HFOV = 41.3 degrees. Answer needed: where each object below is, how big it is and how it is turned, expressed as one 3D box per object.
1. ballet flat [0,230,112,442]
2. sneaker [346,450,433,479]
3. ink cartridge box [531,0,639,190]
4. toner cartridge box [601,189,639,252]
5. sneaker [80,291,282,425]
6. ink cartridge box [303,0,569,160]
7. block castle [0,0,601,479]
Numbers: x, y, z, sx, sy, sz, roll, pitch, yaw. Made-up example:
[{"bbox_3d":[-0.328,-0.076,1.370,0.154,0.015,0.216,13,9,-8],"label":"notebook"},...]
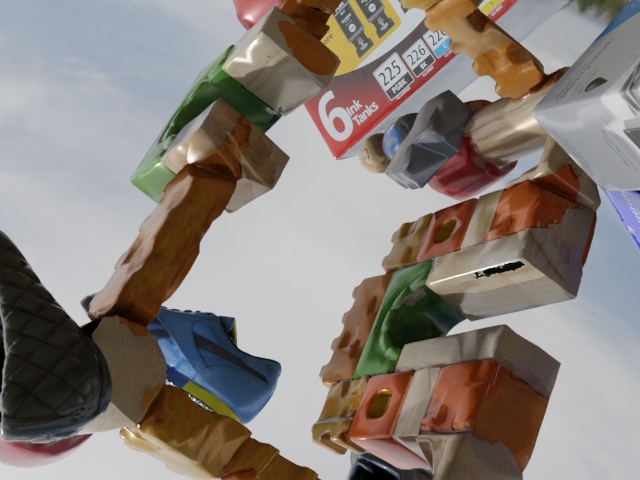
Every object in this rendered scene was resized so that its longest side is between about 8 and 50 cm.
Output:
[{"bbox_3d":[-0.157,0.030,0.385,0.173,0.057,0.049,31,-160,35],"label":"ballet flat"},{"bbox_3d":[0.085,0.294,1.065,0.121,0.111,0.300,19,175,-14],"label":"sneaker"},{"bbox_3d":[0.178,-0.077,0.341,0.060,0.104,0.180,44,172,-12],"label":"ink cartridge box"},{"bbox_3d":[0.358,0.031,0.597,0.165,0.075,0.348,47,178,-36],"label":"toner cartridge box"},{"bbox_3d":[-0.125,0.091,0.760,0.209,0.082,0.069,28,156,28],"label":"sneaker"},{"bbox_3d":[0.084,-0.296,1.024,0.130,0.309,0.271,-16,-108,-50],"label":"ink cartridge box"},{"bbox_3d":[0.000,0.000,0.608,0.303,0.213,0.453,37,-121,-20],"label":"block castle"}]
